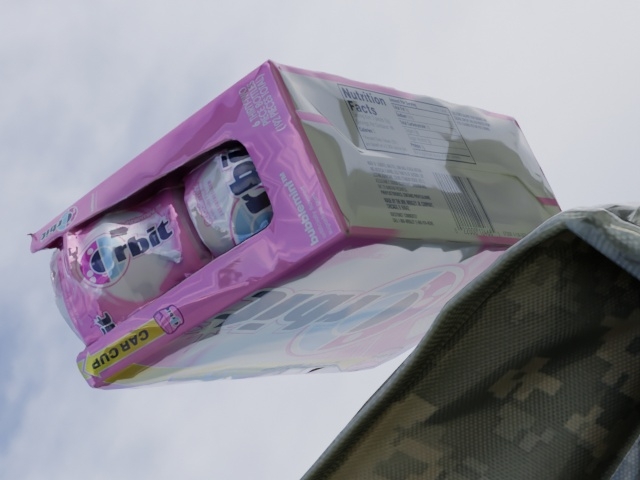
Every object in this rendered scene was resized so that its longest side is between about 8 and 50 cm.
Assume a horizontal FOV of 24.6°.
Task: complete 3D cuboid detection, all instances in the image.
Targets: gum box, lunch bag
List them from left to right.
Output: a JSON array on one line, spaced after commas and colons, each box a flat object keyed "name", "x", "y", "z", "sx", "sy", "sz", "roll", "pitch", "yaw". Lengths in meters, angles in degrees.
[{"name": "gum box", "x": 0.000, "y": 0.000, "z": 0.515, "sx": 0.107, "sy": 0.062, "sz": 0.188, "roll": -33, "pitch": -18, "yaw": 27}, {"name": "lunch bag", "x": 0.079, "y": 0.110, "z": 0.445, "sx": 0.235, "sy": 0.169, "sz": 0.287, "roll": -9, "pitch": -51, "yaw": -61}]
